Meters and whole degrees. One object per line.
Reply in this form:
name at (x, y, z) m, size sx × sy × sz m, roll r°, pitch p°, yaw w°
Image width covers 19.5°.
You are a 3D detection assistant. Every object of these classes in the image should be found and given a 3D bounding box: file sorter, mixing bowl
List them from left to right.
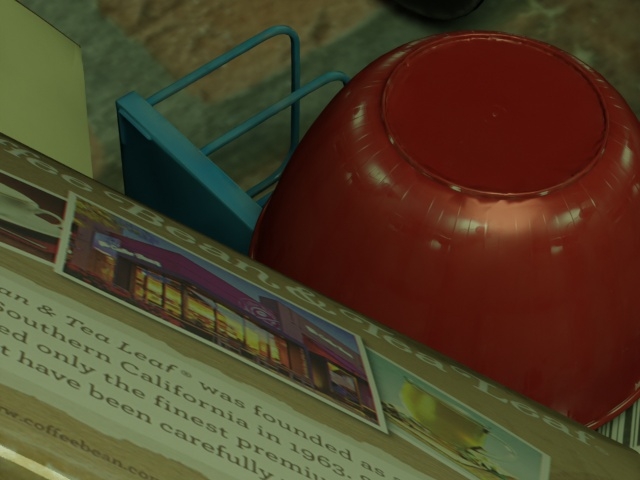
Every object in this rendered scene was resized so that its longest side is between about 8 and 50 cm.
file sorter at (0.000, 0.000, 0.858) m, size 0.104 × 0.118 × 0.170 m, roll -33°, pitch 59°, yaw -25°
mixing bowl at (0.062, -0.018, 0.737) m, size 0.181 × 0.098 × 0.181 m, roll 2°, pitch 49°, yaw -2°

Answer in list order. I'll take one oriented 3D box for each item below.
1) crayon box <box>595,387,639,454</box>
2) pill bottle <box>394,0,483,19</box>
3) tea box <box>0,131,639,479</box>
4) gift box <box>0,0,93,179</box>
crayon box at (0.144, 0.177, 0.663) m, size 0.203 × 0.083 × 0.323 m, roll -14°, pitch 38°, yaw 27°
pill bottle at (0.110, -0.222, 1.012) m, size 0.123 × 0.123 × 0.219 m, roll 31°, pitch 61°, yaw 23°
tea box at (-0.103, 0.160, 0.520) m, size 0.329 × 0.323 × 0.220 m, roll 26°, pitch 14°, yaw -12°
gift box at (-0.216, 0.018, 0.748) m, size 0.255 × 0.276 × 0.258 m, roll -35°, pitch 44°, yaw 28°
